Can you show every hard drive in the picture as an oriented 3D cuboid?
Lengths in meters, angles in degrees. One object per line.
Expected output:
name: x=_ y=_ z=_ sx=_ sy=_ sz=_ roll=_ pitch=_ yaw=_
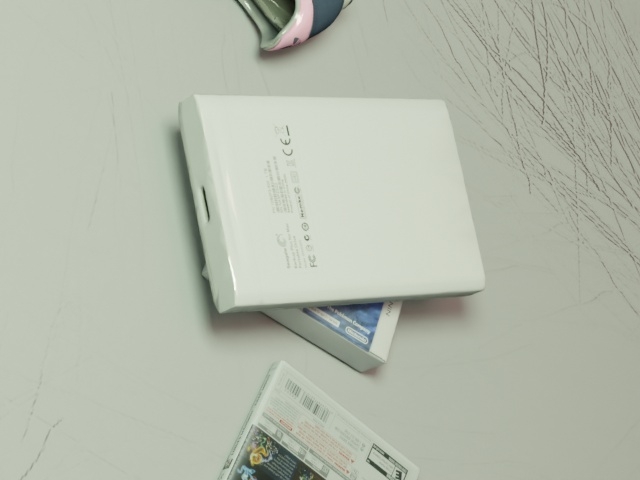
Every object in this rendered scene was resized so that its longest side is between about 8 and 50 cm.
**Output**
hard drive: x=0.016 y=-0.039 z=1.743 sx=0.308 sy=0.040 sz=0.203 roll=-2 pitch=75 yaw=-39

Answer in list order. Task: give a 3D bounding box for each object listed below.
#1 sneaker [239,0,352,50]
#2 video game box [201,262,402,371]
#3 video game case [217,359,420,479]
sneaker: x=-0.093 y=-0.329 z=1.775 sx=0.319 sy=0.112 sz=0.131 roll=50 pitch=48 yaw=-12
video game box: x=0.000 y=0.000 z=1.775 sx=0.205 sy=0.048 sz=0.187 roll=32 pitch=55 yaw=-26
video game case: x=-0.004 y=0.235 z=1.705 sx=0.190 sy=0.022 sz=0.173 roll=40 pitch=54 yaw=-21
